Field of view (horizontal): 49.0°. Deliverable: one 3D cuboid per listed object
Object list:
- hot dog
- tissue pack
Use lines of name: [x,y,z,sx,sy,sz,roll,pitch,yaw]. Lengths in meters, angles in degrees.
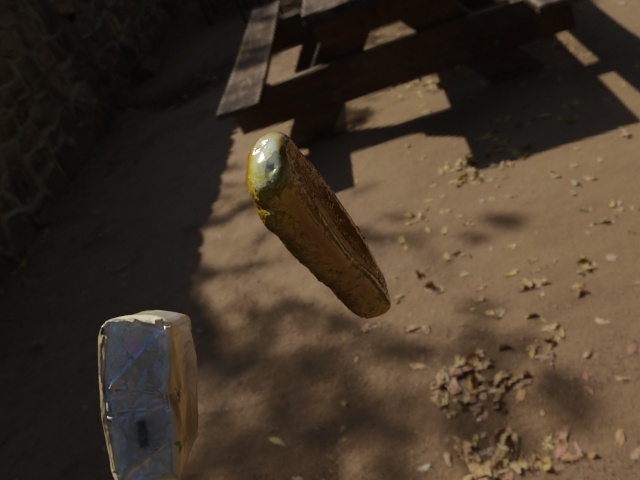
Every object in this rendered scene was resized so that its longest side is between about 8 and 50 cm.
hot dog: [0.003,0.000,0.695,0.061,0.286,0.087,-21,49,14]
tissue pack: [-0.196,0.175,0.837,0.090,0.186,0.222,-5,-5,-4]
